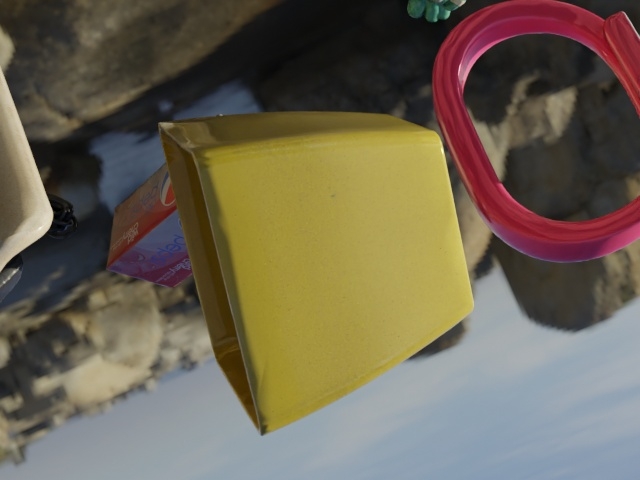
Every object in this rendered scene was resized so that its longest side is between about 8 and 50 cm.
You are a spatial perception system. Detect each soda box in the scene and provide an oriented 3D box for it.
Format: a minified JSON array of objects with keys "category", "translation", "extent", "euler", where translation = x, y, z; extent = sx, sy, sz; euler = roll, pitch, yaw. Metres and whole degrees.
[{"category":"soda box","translation":[-0.140,-0.037,1.543],"extent":[0.092,0.083,0.263],"euler":[18,149,-27]}]

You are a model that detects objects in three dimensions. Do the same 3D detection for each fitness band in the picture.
[{"category":"fitness band","translation":[0.223,-0.112,1.325],"extent":[0.209,0.291,0.054],"euler":[-21,150,1]}]

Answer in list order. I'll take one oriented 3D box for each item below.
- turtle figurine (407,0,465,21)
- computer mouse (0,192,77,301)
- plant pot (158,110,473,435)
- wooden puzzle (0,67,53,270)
[{"category":"turtle figurine","translation":[0.076,-0.262,1.103],"extent":[0.118,0.175,0.234],"euler":[-35,171,-9]},{"category":"computer mouse","translation":[-0.410,0.019,1.532],"extent":[0.262,0.184,0.060],"euler":[-51,151,-14]},{"category":"plant pot","translation":[0.000,0.000,1.084],"extent":[0.187,0.212,0.212],"euler":[-14,-166,-10]},{"category":"wooden puzzle","translation":[-0.323,0.043,0.979],"extent":[0.080,0.322,0.348],"euler":[22,110,-31]}]
